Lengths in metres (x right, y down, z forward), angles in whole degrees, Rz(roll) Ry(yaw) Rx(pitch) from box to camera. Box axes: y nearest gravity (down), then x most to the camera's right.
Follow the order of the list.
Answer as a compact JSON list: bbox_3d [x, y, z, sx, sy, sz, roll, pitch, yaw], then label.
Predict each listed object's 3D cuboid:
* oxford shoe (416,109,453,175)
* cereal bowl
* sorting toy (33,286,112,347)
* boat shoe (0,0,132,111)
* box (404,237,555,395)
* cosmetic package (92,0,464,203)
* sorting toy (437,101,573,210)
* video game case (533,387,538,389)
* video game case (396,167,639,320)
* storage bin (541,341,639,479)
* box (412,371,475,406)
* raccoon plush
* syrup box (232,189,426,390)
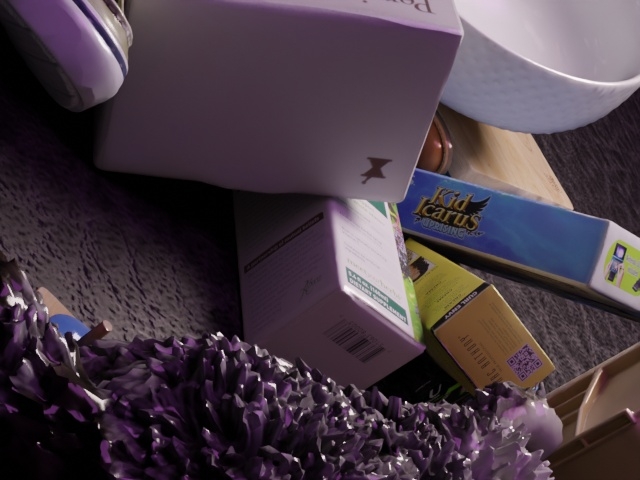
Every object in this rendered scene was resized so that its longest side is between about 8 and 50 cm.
[{"bbox_3d":[0.038,-0.123,1.296,0.076,0.076,0.212,-14,44,-41],"label":"oxford shoe"},{"bbox_3d":[0.156,-0.229,1.342,0.339,0.141,0.339,21,42,-20],"label":"cereal bowl"},{"bbox_3d":[-0.121,0.100,0.740,0.132,0.046,0.274,48,24,-15],"label":"sorting toy"},{"bbox_3d":[-0.163,-0.170,0.831,0.109,0.094,0.302,61,-8,-34],"label":"boat shoe"},{"bbox_3d":[0.102,0.062,1.083,0.087,0.058,0.232,51,-4,-12],"label":"box"},{"bbox_3d":[-0.057,-0.244,1.078,0.230,0.161,0.453,5,43,-16],"label":"cosmetic package"},{"bbox_3d":[0.128,-0.132,1.480,0.255,0.089,0.257,14,44,-56],"label":"sorting toy"},{"bbox_3d":[0.152,0.095,1.310,0.166,0.015,0.119,41,26,-28],"label":"video game case"},{"bbox_3d":[0.183,0.004,1.234,0.269,0.061,0.244,19,-3,37],"label":"video game case"},{"bbox_3d":[0.211,0.233,0.923,0.262,0.260,0.123,54,27,-2],"label":"storage bin"},{"bbox_3d":[0.120,0.133,1.106,0.052,0.083,0.062,48,23,-15],"label":"box"},{"bbox_3d":[-0.025,0.071,0.649,0.446,0.216,0.299,63,25,-15],"label":"raccoon plush"},{"bbox_3d":[0.000,0.000,1.046,0.093,0.096,0.237,38,29,-33],"label":"syrup box"}]
